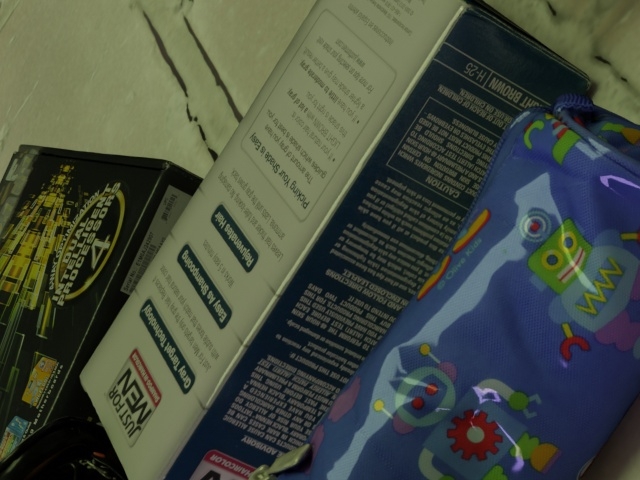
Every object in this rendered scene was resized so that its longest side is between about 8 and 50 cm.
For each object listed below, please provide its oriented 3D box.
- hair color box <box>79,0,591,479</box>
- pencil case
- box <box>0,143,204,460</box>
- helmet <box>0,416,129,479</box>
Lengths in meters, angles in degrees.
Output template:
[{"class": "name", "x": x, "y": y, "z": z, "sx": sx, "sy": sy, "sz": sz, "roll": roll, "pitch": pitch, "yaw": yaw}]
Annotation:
[{"class": "hair color box", "x": 0.000, "y": 0.000, "z": 1.203, "sx": 0.347, "sy": 0.105, "sz": 0.174, "roll": -57, "pitch": 28, "yaw": 10}, {"class": "pencil case", "x": 0.080, "y": 0.069, "z": 0.981, "sx": 0.306, "sy": 0.133, "sz": 0.119, "roll": -55, "pitch": 3, "yaw": 12}, {"class": "box", "x": -0.218, "y": 0.126, "z": 1.474, "sx": 0.318, "sy": 0.097, "sz": 0.395, "roll": 11, "pitch": 75, "yaw": 64}, {"class": "helmet", "x": -0.156, "y": 0.208, "z": 1.215, "sx": 0.161, "sy": 0.169, "sz": 0.169, "roll": -52, "pitch": 29, "yaw": 5}]
